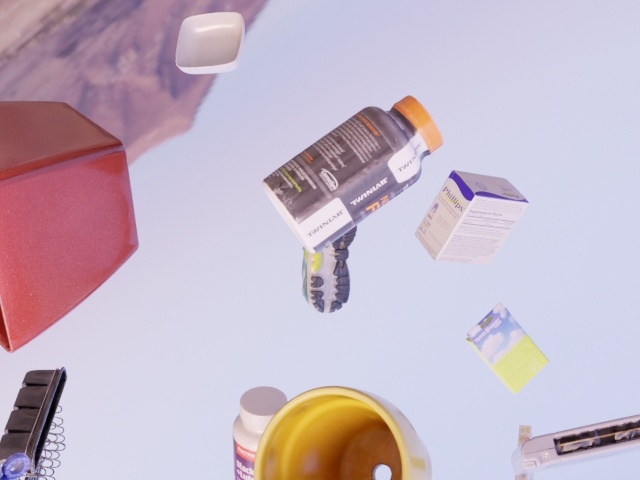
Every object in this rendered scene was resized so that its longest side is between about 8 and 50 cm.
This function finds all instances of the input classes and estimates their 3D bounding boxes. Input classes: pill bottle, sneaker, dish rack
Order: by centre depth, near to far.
[{"bbox_3d":[0.051,-0.101,1.637,0.246,0.130,0.130,-36,-168,-3],"label":"pill bottle"},{"bbox_3d":[-0.473,0.363,1.938,0.208,0.074,0.271,-81,178,-51],"label":"dish rack"},{"bbox_3d":[-0.094,0.345,1.965,0.108,0.193,0.108,0,-149,0],"label":"pill bottle"},{"bbox_3d":[0.000,0.000,2.221,0.110,0.107,0.275,-152,-113,-66],"label":"sneaker"}]

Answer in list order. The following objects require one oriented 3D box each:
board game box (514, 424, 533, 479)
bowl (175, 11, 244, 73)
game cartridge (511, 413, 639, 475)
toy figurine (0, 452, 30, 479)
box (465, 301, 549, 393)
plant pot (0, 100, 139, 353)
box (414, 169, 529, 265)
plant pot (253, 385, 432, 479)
[{"bbox_3d":[0.429,0.479,2.451,0.026,0.103,0.154,-1,-136,16],"label":"board game box"},{"bbox_3d":[-0.223,-0.404,2.440,0.142,0.053,0.141,-3,-118,14],"label":"bowl"},{"bbox_3d":[0.476,0.344,1.998,0.294,0.060,0.196,-12,160,-1],"label":"game cartridge"},{"bbox_3d":[-0.425,0.392,1.547,0.191,0.362,0.217,25,-102,37],"label":"toy figurine"},{"bbox_3d":[0.394,0.228,2.502,0.109,0.178,0.042,-43,-167,-10],"label":"box"},{"bbox_3d":[-0.404,-0.050,1.621,0.236,0.267,0.267,-24,-141,-31],"label":"plant pot"},{"bbox_3d":[0.244,-0.035,1.893,0.072,0.126,0.137,55,-53,40],"label":"box"},{"bbox_3d":[0.060,0.360,1.817,0.254,0.254,0.239,-37,156,14],"label":"plant pot"}]
